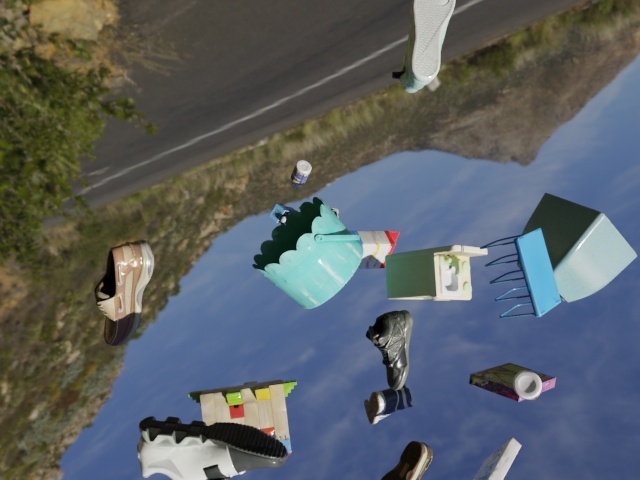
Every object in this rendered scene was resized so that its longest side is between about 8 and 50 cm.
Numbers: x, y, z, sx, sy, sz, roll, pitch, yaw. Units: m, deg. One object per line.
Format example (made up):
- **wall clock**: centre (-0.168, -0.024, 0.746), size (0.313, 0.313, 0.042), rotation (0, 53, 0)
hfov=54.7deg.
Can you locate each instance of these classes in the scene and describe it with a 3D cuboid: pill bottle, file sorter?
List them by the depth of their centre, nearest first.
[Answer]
- **file sorter**: centre (0.435, 0.075, 1.355), size (0.105, 0.170, 0.118), rotation (-16, -179, 44)
- **pill bottle**: centre (0.649, 0.454, 1.935), size (0.086, 0.086, 0.152), rotation (-18, 160, 15)
- **pill bottle**: centre (-0.085, -0.271, 2.567), size (0.067, 0.067, 0.120), rotation (-29, 160, -35)

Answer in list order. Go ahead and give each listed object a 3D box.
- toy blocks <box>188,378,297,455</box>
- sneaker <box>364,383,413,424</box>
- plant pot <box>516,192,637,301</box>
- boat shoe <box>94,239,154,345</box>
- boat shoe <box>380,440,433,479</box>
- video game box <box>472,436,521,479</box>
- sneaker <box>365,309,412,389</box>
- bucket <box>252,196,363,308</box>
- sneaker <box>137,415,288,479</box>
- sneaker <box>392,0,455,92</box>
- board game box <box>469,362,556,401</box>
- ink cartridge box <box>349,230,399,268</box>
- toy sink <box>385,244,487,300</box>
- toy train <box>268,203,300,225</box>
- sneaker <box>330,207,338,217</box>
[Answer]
- **toy blocks**: centre (-0.258, 0.642, 2.167), size (0.382, 0.260, 0.191), rotation (-7, 177, -3)
- **sneaker**: centre (0.263, 0.630, 2.387), size (0.153, 0.099, 0.282), rotation (-13, 155, -13)
- **plant pot**: centre (0.775, 0.042, 1.956), size (0.252, 0.247, 0.248), rotation (-51, -150, 0)
- **boat shoe**: centre (-0.531, 0.137, 1.609), size (0.117, 0.324, 0.123), rotation (-1, -149, -40)
- **boat shoe**: centre (0.270, 0.748, 1.946), size (0.257, 0.095, 0.095), rotation (-56, -135, 11)
- **video game box**: centre (0.572, 0.775, 2.069), size (0.205, 0.048, 0.187), rotation (-35, 157, -45)
- **sneaker**: centre (0.186, 0.311, 1.750), size (0.130, 0.227, 0.087), rotation (1, -173, -25)
- **bucket**: centre (-0.029, 0.036, 1.673), size (0.281, 0.183, 0.281), rotation (-40, -162, 16)
- **sneaker**: centre (-0.238, 0.485, 1.366), size (0.331, 0.146, 0.122), rotation (7, -174, 4)
- **sneaker**: centre (0.227, -0.463, 1.399), size (0.094, 0.255, 0.151), rotation (13, 174, -7)
- **board game box**: centre (0.761, 0.553, 2.440), size (0.208, 0.056, 0.347), rotation (8, -176, 42)
- **ink cartridge box**: centre (0.191, 0.036, 2.342), size (0.231, 0.134, 0.078), rotation (0, -136, -23)
- **toy sink**: centre (0.308, 0.094, 1.629), size (0.153, 0.131, 0.234), rotation (5, 169, -42)
- **toy train**: centre (-0.128, -0.095, 2.524), size (0.080, 0.105, 0.184), rotation (-54, 160, 14)
- **sneaker**: centre (0.000, 0.000, 1.987), size (0.115, 0.105, 0.281), rotation (-55, -162, 42)
